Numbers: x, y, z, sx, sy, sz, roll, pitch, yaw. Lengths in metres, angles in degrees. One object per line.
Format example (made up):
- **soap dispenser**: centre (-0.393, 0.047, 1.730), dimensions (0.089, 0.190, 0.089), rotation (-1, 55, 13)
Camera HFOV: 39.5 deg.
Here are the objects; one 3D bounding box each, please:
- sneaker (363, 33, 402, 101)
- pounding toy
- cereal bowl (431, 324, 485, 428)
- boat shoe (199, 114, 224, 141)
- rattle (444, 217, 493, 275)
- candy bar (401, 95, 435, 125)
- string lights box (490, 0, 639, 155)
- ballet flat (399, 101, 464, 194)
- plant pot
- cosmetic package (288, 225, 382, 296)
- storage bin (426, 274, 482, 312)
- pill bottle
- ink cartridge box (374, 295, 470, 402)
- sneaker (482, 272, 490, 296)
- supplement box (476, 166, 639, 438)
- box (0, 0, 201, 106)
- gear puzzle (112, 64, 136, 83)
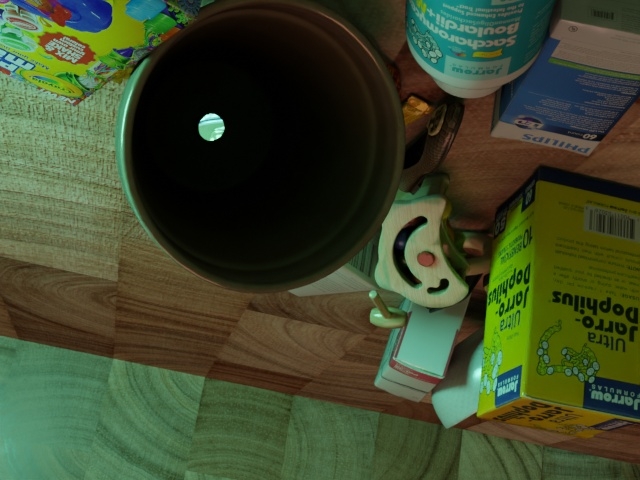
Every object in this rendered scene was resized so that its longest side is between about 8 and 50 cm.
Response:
- **sneaker**: centre (0.053, -0.211, 1.136), dimensions (0.067, 0.064, 0.175), rotation (14, 158, 37)
- **pounding toy**: centre (0.164, 0.043, 1.425), dimensions (0.154, 0.155, 0.270), rotation (8, 124, 7)
- **cereal bowl**: centre (0.377, 0.263, 1.955), dimensions (0.339, 0.141, 0.339), rotation (-33, 168, -8)
- **boat shoe**: centre (-0.107, -0.144, 1.307), dimensions (0.302, 0.094, 0.109), rotation (-4, 155, 32)
- **rattle**: centre (0.286, -0.020, 1.552), dimensions (0.199, 0.143, 0.130), rotation (-7, -169, 2)
- **candy bar**: centre (0.095, -0.167, 1.267), dimensions (0.040, 0.018, 0.161), rotation (25, 155, -27)
- **string lights box**: centre (0.296, -0.196, 1.024), dimensions (0.133, 0.077, 0.260), rotation (11, 159, -2)
- **ballet flat**: centre (0.145, -0.131, 1.271), dimensions (0.058, 0.084, 0.250), rotation (27, 162, -2)
- **plant pot**: centre (-0.099, -0.125, 1.077), dimensions (0.323, 0.323, 0.280), rotation (19, -176, -23)
- **cosmetic package**: centre (0.000, 0.000, 1.554), dimensions (0.183, 0.152, 0.151), rotation (-7, 153, 35)
- **storage bin**: centre (0.235, 0.067, 1.732), dimensions (0.091, 0.098, 0.135), rotation (44, 151, -10)
- **pill bottle**: centre (0.156, -0.244, 0.863), dimensions (0.146, 0.146, 0.264), rotation (7, 159, 8)
- **ink cartridge box**: centre (0.215, 0.217, 1.930), dimensions (0.117, 0.207, 0.283), rotation (20, 159, 2)
- **sneaker**: centre (0.392, 0.092, 1.677), dimensions (0.084, 0.097, 0.234), rotation (-5, 169, -21)
- **supplement box**: centre (0.374, 0.100, 1.365), dimensions (0.195, 0.357, 0.194), rotation (12, 159, -7)
- **box**: centre (-0.290, -0.304, 0.864), dimensions (0.290, 0.177, 0.279), rotation (24, 156, -32)
- **gear puzzle**: centre (-0.379, -0.287, 1.142), dimensions (0.339, 0.044, 0.175), rotation (23, 154, -37)
